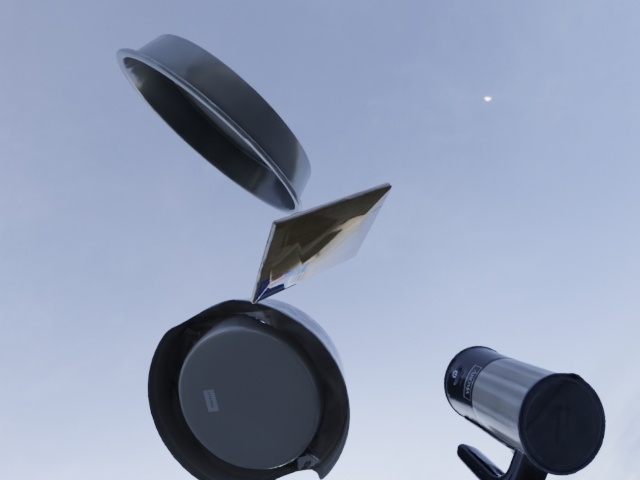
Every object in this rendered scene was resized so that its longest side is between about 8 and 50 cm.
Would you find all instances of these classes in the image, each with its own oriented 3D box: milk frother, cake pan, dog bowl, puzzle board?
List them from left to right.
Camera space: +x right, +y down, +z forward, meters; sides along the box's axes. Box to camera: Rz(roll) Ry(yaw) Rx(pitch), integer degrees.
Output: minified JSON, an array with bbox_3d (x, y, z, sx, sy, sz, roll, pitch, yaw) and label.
[{"bbox_3d":[-0.127,-0.145,0.563,0.054,0.293,0.293,-52,-54,-10],"label":"cake pan"},{"bbox_3d":[-0.114,0.257,0.733,0.349,0.102,0.348,2,-82,13],"label":"dog bowl"},{"bbox_3d":[0.000,0.000,0.367,0.128,0.011,0.096,-22,-31,-37],"label":"puzzle board"},{"bbox_3d":[0.216,0.181,0.420,0.143,0.135,0.129,6,-94,-9],"label":"milk frother"}]
